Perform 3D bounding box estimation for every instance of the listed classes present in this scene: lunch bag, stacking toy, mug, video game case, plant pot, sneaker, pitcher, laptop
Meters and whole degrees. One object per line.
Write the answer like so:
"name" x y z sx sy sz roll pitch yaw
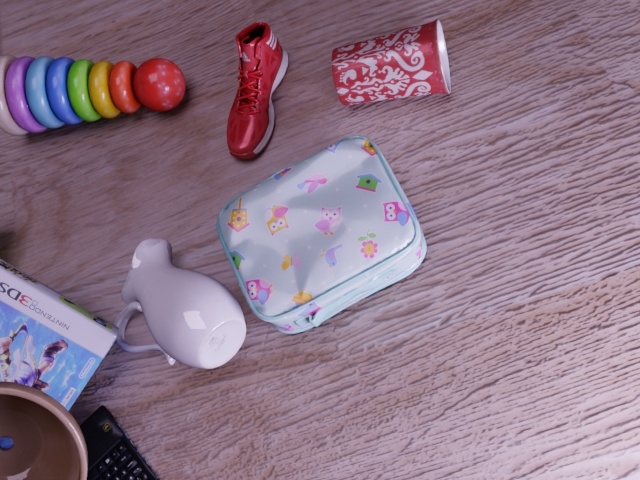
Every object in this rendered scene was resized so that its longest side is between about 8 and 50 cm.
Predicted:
"lunch bag" 0.000 0.000 1.092 0.279 0.108 0.224 -29 70 4
"stacking toy" -0.394 -0.263 1.300 0.330 0.141 0.141 -4 68 7
"mug" 0.114 -0.275 1.189 0.169 0.150 0.113 -8 103 16
"video game case" -0.469 0.181 1.078 0.244 0.061 0.270 34 88 -14
"plant pot" -0.434 0.294 1.012 0.237 0.110 0.238 -2 100 -14
"sneaker" -0.121 -0.252 1.212 0.086 0.128 0.221 4 70 16
"pitcher" -0.217 0.119 1.109 0.207 0.125 0.178 34 101 34
"laptop" -0.337 0.389 1.012 0.234 0.136 0.264 -43 67 -5
